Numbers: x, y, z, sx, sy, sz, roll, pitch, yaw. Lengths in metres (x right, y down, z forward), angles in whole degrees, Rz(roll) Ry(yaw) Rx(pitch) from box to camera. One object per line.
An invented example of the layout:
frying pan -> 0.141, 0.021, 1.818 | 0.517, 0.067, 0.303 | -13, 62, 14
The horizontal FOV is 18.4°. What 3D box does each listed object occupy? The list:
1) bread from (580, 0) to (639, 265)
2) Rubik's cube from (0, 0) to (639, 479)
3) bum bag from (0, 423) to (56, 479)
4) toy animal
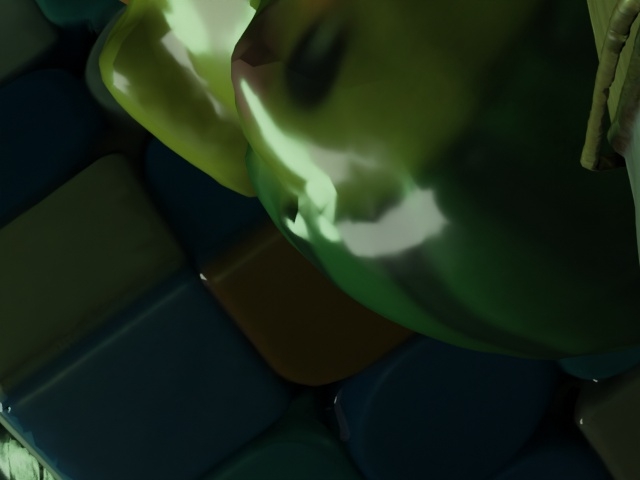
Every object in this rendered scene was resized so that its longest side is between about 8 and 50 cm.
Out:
bread -> 0.124, -0.033, 0.382 | 0.224, 0.142, 0.212 | 57, -167, -81
Rubik's cube -> 0.000, 0.000, 1.101 | 0.344, 0.346, 0.347 | 55, 179, -38
bum bag -> -0.182, 0.102, 1.169 | 0.310, 0.074, 0.137 | 47, 163, 26
toy animal -> 0.042, -0.094, 0.662 | 0.191, 0.216, 0.338 | 21, -162, -37
